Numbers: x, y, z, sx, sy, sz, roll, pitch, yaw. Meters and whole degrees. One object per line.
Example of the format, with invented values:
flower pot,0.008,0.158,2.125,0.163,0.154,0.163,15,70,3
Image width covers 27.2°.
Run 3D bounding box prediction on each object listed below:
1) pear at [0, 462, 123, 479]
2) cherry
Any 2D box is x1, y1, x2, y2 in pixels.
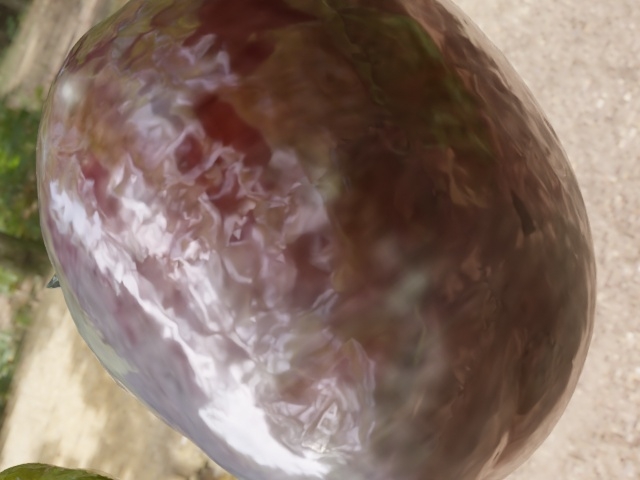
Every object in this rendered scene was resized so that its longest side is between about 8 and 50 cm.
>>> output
pear,-0.178,0.253,0.894,0.200,0.200,0.200,-56,20,33
cherry,0.005,0.008,0.739,0.291,0.335,0.326,-40,-26,-5
